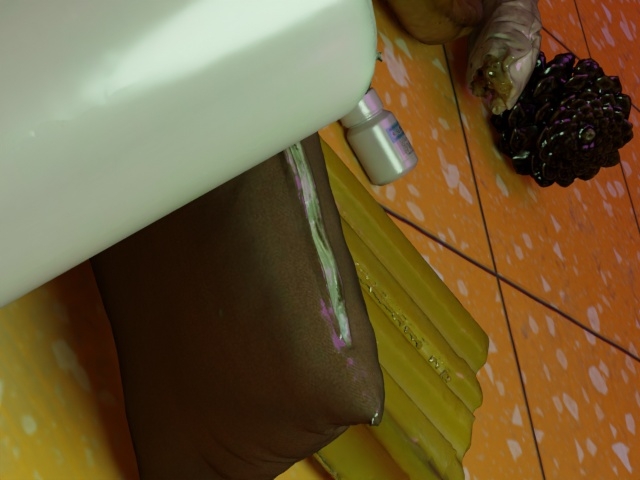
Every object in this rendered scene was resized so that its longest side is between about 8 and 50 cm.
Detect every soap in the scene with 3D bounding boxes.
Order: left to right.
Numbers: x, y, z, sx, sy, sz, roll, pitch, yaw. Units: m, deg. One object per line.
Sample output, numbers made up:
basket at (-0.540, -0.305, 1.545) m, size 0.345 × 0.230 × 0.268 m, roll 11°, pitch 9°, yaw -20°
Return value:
soap at (0.004, 0.054, 1.336) m, size 0.324 × 0.096 × 0.204 m, roll 50°, pitch 32°, yaw -25°

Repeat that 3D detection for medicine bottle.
medicine bottle at (-0.173, -0.078, 0.830) m, size 0.213 × 0.378 × 0.213 m, roll 52°, pitch -18°, yaw 24°
medicine bottle at (0.054, -0.101, 1.644) m, size 0.089 × 0.052 × 0.052 m, roll 60°, pitch 27°, yaw -9°

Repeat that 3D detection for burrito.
burrito at (0.217, -0.256, 1.992) m, size 0.076 × 0.117 × 0.392 m, roll 25°, pitch 30°, yaw -6°

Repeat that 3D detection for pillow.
pillow at (-0.071, 0.017, 1.074) m, size 0.108 × 0.305 × 0.308 m, roll -6°, pitch 69°, yaw -30°

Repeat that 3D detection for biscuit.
biscuit at (0.108, -0.326, 1.886) m, size 0.274 × 0.091 × 0.213 m, roll -89°, pitch 154°, yaw -50°

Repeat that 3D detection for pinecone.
pinecone at (0.274, -0.152, 1.982) m, size 0.163 × 0.163 × 0.165 m, roll 44°, pitch 7°, yaw -35°
